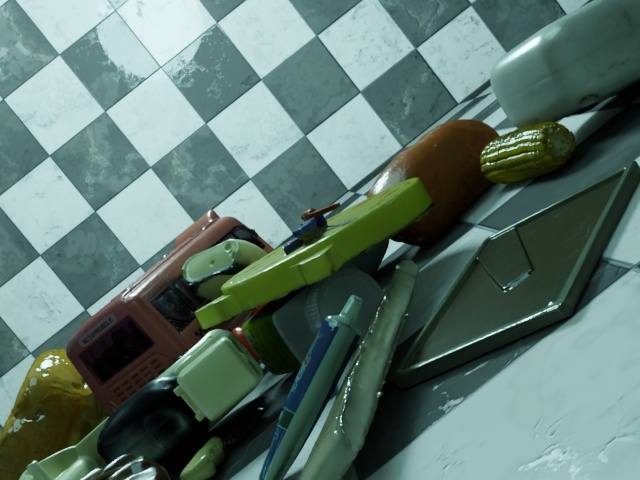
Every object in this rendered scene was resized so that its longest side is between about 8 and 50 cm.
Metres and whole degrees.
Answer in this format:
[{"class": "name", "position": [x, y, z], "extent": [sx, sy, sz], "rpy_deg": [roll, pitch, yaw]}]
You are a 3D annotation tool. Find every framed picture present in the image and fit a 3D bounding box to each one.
[{"class": "framed picture", "position": [0.177, 0.025, 0.777], "extent": [0.189, 0.023, 0.260], "rpy_deg": [-34, 7, 41]}]

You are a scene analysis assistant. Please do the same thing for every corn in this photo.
[{"class": "corn", "position": [0.263, -0.112, 1.125], "extent": [0.068, 0.068, 0.207], "rpy_deg": [-39, 4, -11]}]

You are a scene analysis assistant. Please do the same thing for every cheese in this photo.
[{"class": "cheese", "position": [-0.125, 0.240, 0.937], "extent": [0.044, 0.030, 0.083], "rpy_deg": [-33, 2, 3]}, {"class": "cheese", "position": [0.043, 0.111, 0.775], "extent": [0.400, 0.034, 0.085], "rpy_deg": [-50, -17, -70]}, {"class": "cheese", "position": [-0.092, 0.072, 1.340], "extent": [0.127, 0.054, 0.251], "rpy_deg": [-23, -31, 26]}]

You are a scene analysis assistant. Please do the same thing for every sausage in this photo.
[{"class": "sausage", "position": [0.169, -0.090, 1.262], "extent": [0.258, 0.133, 0.133], "rpy_deg": [-41, 6, -28]}]

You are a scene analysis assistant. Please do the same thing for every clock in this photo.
[{"class": "clock", "position": [-0.001, -0.004, 1.057], "extent": [0.277, 0.071, 0.293], "rpy_deg": [-26, 4, 35]}, {"class": "clock", "position": [-0.236, 0.250, 1.037], "extent": [0.379, 0.120, 0.276], "rpy_deg": [-42, 1, -8]}]

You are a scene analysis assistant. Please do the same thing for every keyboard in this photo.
[{"class": "keyboard", "position": [-0.139, 0.248, 1.056], "extent": [0.204, 0.013, 0.061], "rpy_deg": [-33, 8, 46]}]

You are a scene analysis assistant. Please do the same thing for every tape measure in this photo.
[{"class": "tape measure", "position": [0.359, -0.239, 1.140], "extent": [0.265, 0.130, 0.258], "rpy_deg": [-29, 3, -7]}]

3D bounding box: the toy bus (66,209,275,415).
[{"class": "toy bus", "position": [-0.210, 0.122, 1.426], "extent": [0.203, 0.233, 0.427], "rpy_deg": [-36, 6, 25]}]

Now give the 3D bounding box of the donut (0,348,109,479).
[{"class": "donut", "position": [-0.433, 0.313, 1.406], "extent": [0.317, 0.150, 0.299], "rpy_deg": [-56, 17, 39]}]

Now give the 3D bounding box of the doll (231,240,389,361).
[{"class": "doll", "position": [-0.005, 0.057, 1.268], "extent": [0.336, 0.105, 0.200], "rpy_deg": [-42, -8, -24]}]

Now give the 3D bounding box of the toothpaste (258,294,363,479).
[{"class": "toothpaste", "position": [-0.011, 0.137, 0.757], "extent": [0.197, 0.035, 0.057], "rpy_deg": [-63, 7, -7]}]

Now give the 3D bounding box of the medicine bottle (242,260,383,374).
[{"class": "medicine bottle", "position": [-0.001, 0.092, 1.048], "extent": [0.132, 0.088, 0.188], "rpy_deg": [-35, 3, -26]}]

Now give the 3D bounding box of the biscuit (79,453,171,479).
[{"class": "biscuit", "position": [-0.243, 0.313, 0.733], "extent": [0.332, 0.103, 0.332], "rpy_deg": [-37, 6, 5]}]
